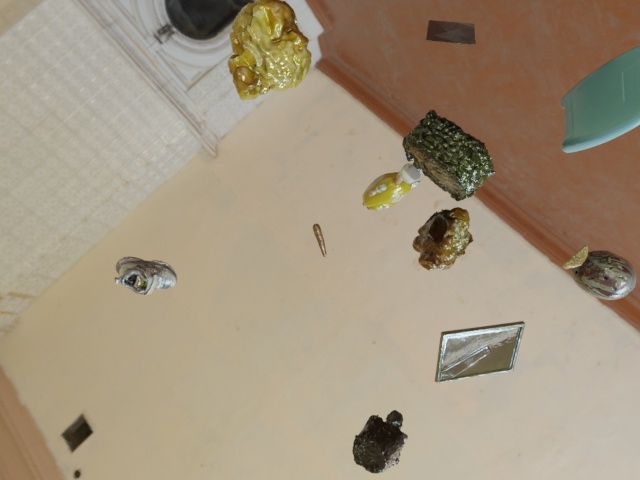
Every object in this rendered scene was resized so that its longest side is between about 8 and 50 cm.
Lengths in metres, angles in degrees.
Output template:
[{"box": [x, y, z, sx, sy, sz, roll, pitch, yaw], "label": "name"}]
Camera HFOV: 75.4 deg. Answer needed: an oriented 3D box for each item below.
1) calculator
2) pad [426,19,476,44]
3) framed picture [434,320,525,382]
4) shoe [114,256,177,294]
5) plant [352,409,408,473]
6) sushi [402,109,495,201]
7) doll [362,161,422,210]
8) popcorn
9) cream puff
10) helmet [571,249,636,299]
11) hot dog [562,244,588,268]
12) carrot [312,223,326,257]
[{"box": [0.892, -0.436, 1.263, 0.054, 0.256, 0.386, 12, 165, -16], "label": "calculator"}, {"box": [0.451, -0.721, 1.430, 0.164, 0.243, 0.004, 10, 133, 9], "label": "pad"}, {"box": [0.572, 0.405, 1.492, 0.024, 0.315, 0.232, -114, 21, -62], "label": "framed picture"}, {"box": [-0.522, 0.111, 1.239, 0.180, 0.089, 0.092, 18, -156, -22], "label": "shoe"}, {"box": [0.191, 0.618, 1.278, 0.131, 0.142, 0.203, 19, -172, 37], "label": "plant"}, {"box": [0.508, -0.321, 1.652, 0.352, 0.178, 0.294, 47, 180, 26], "label": "sushi"}, {"box": [0.390, -0.284, 2.085, 0.423, 0.348, 0.161, 97, 152, -78], "label": "doll"}, {"box": [-0.166, -0.580, 1.299, 0.265, 0.332, 0.225, 28, 163, -23], "label": "popcorn"}, {"box": [0.472, -0.013, 1.594, 0.155, 0.269, 0.241, 37, -165, -28], "label": "cream puff"}, {"box": [0.916, 0.119, 1.323, 0.177, 0.153, 0.107, 21, -163, 11], "label": "helmet"}, {"box": [0.755, 0.055, 1.212, 0.034, 0.090, 0.030, 48, -172, 22], "label": "hot dog"}, {"box": [0.001, 0.000, 1.821, 0.036, 0.036, 0.165, -144, 34, -67], "label": "carrot"}]
